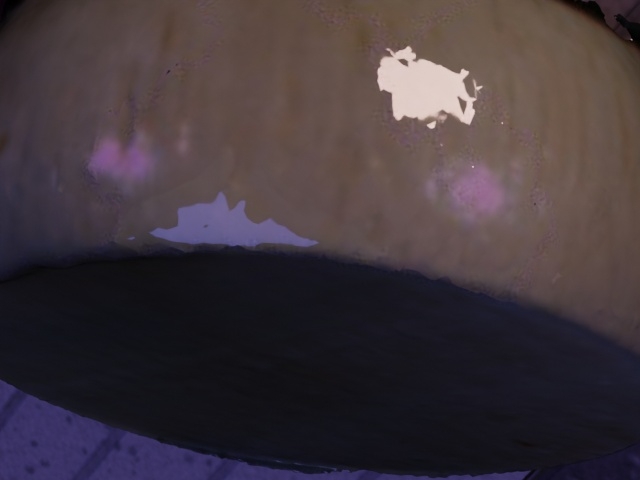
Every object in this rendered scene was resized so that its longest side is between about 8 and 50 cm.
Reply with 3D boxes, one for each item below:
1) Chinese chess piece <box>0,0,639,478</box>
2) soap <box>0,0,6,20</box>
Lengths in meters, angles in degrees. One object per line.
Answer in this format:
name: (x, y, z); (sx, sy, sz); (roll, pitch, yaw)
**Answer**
Chinese chess piece: (0.000, 0.000, 0.733); (0.349, 0.349, 0.146); (-6, 65, 30)
soap: (-0.287, -0.145, 0.886); (0.359, 0.233, 0.128); (5, 109, 27)
